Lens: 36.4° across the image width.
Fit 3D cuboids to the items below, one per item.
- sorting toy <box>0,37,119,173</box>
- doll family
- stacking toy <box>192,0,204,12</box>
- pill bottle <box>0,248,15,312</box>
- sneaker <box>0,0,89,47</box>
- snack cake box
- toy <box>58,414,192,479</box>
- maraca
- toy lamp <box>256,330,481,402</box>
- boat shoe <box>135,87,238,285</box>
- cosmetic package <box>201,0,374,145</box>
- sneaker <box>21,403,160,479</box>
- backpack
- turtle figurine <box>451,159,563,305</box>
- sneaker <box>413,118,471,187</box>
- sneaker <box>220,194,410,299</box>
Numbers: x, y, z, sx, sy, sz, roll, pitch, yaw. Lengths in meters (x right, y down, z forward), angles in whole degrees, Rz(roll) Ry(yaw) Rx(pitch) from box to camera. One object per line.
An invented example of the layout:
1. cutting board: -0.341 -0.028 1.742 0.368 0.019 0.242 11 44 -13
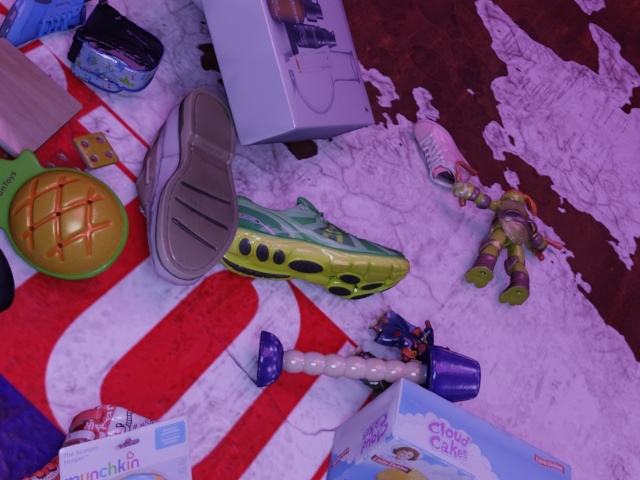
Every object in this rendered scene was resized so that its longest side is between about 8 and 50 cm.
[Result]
1. sorting toy: -0.383 -0.162 1.211 0.274 0.046 0.132 41 42 -9
2. doll family: 0.108 0.157 1.311 0.111 0.076 0.193 29 52 12
3. stacking toy: -0.208 -0.580 1.533 0.350 0.350 0.480 -18 85 -44
4. pill bottle: -0.418 0.068 0.953 0.123 0.123 0.219 52 43 8
5. sneaker: -0.367 -0.315 1.332 0.082 0.069 0.209 37 43 -13
6. snack cake box: 0.160 0.289 1.199 0.264 0.152 0.089 29 45 -16
7. toy: -0.165 0.299 0.917 0.137 0.056 0.237 -9 104 -40
8. maraca: -0.312 -0.030 1.129 0.185 0.099 0.127 29 75 4
9. toy lamp: 0.060 0.161 1.204 0.274 0.080 0.080 4 51 -4
10. boat shoe: -0.176 -0.058 1.251 0.113 0.103 0.302 34 41 -30
11. cosmetic package: -0.059 -0.333 1.406 0.284 0.097 0.377 -19 94 -66
12. sneaker: -0.257 0.242 0.966 0.270 0.090 0.145 7 53 -38
13. backpack: -0.279 -0.256 1.339 0.114 0.084 0.105 28 45 -10
14. turtle figurine: 0.316 -0.005 1.591 0.269 0.087 0.217 37 49 -26
15. sneaker: 0.198 -0.144 1.641 0.134 0.051 0.070 51 38 1
16. sneaker: 0.000 0.000 1.334 0.295 0.109 0.123 15 54 -28
